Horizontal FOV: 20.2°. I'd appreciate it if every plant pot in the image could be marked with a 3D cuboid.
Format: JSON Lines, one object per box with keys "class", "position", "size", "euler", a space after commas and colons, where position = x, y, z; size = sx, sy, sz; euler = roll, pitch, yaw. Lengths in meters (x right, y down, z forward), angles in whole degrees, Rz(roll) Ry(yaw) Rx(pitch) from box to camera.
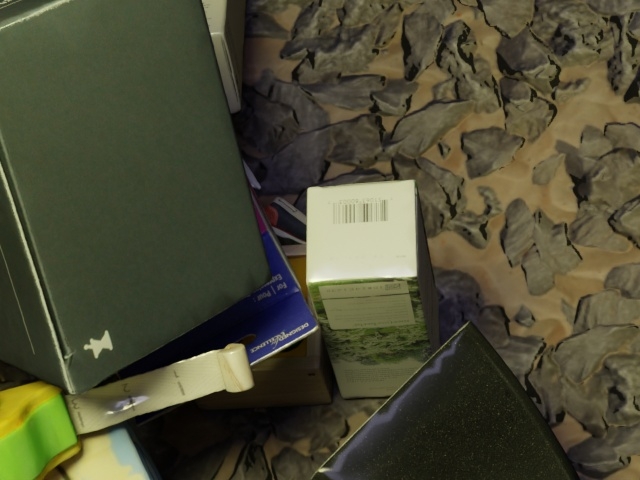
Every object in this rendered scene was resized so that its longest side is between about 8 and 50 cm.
{"class": "plant pot", "position": [0.115, 0.210, 1.506], "size": [0.167, 0.188, 0.187], "euler": [42, 75, 15]}

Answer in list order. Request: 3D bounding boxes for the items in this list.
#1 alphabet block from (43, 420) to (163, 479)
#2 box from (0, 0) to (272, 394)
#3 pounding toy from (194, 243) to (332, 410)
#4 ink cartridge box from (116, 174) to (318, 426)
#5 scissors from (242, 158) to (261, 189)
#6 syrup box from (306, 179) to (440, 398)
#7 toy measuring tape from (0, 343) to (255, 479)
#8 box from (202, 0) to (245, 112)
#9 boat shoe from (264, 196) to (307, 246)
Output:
{"class": "alphabet block", "position": [-0.212, 0.272, 1.514], "size": [0.197, 0.193, 0.192], "euler": [-27, 59, -6]}
{"class": "box", "position": [-0.265, -0.089, 1.482], "size": [0.212, 0.293, 0.395], "euler": [-30, 30, -32]}
{"class": "pounding toy", "position": [-0.096, 0.056, 1.669], "size": [0.206, 0.094, 0.181], "euler": [-3, 61, 8]}
{"class": "ink cartridge box", "position": [-0.134, 0.005, 1.623], "size": [0.176, 0.069, 0.371], "euler": [-28, 36, 0]}
{"class": "scissors", "position": [-0.144, -0.165, 1.838], "size": [0.297, 0.021, 0.109], "euler": [38, 46, 14]}
{"class": "syrup box", "position": [0.050, 0.048, 1.566], "size": [0.093, 0.237, 0.096], "euler": [-4, 62, 7]}
{"class": "toy measuring tape", "position": [-0.213, 0.154, 1.398], "size": [0.330, 0.121, 0.121], "euler": [-15, 60, 2]}
{"class": "box", "position": [-0.134, -0.230, 1.781], "size": [0.113, 0.094, 0.275], "euler": [-7, 37, 7]}
{"class": "boat shoe", "position": [0.000, 0.000, 1.713], "size": [0.137, 0.049, 0.043], "euler": [25, 66, 26]}
